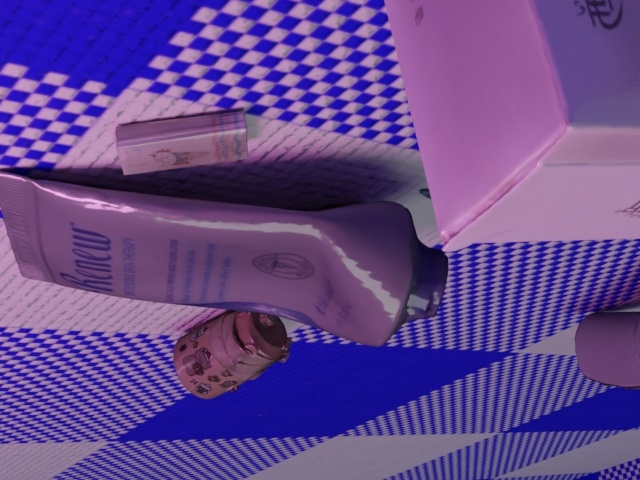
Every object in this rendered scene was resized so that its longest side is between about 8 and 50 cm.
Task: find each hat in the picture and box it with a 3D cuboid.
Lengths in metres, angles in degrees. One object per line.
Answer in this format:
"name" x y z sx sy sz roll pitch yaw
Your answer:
"hat" 0.506 0.100 1.486 0.257 0.168 0.301 -20 -170 -37

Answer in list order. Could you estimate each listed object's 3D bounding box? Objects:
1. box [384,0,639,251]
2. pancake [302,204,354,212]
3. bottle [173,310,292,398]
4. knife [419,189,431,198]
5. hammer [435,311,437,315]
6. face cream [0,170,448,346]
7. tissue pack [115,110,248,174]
"box" 0.141 -0.143 0.511 0.203 0.274 0.116 -1 157 -24
"pancake" 0.000 0.000 1.109 0.139 0.022 0.139 -8 153 -4
"bottle" -0.101 0.133 1.288 0.152 0.099 0.099 -29 152 29
"knife" 0.134 -0.043 1.097 0.014 0.005 0.091 -31 151 35
"hammer" 0.101 0.106 1.424 0.123 0.014 0.029 -9 149 -3
"face cream" -0.085 0.013 0.991 0.420 0.137 0.235 7 156 -6
"tissue pack" -0.114 -0.080 0.861 0.108 0.023 0.056 -9 157 -5
